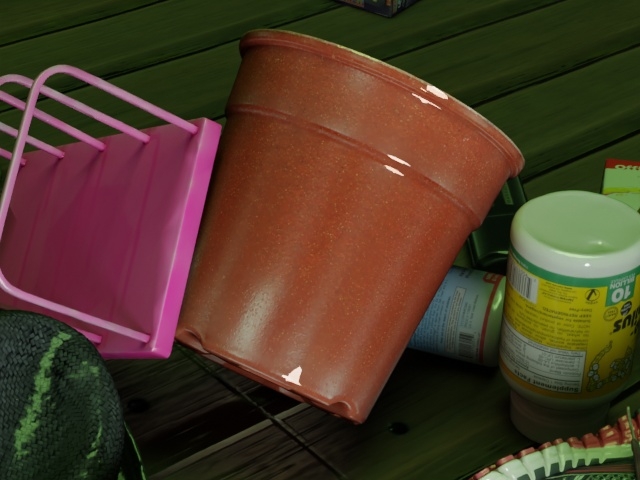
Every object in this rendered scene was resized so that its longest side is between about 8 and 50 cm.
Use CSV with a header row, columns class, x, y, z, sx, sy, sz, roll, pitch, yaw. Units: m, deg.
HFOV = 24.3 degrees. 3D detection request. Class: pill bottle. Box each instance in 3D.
class,x,y,z,sx,sy,sz,roll,pitch,yaw
pill bottle,0.215,0.072,1.285,0.117,0.208,0.117,1,32,-1
pill bottle,0.100,0.062,1.410,0.160,0.087,0.087,13,34,16

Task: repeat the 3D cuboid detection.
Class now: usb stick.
class,x,y,z,sx,sy,sz,roll,pitch,yaw
usb stick,0.187,-0.041,1.616,0.077,0.045,0.278,-6,33,1

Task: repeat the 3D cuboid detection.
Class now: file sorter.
class,x,y,z,sx,sy,sz,roll,pitch,yaw
file sorter,-0.261,-0.021,1.260,0.182,0.202,0.290,25,-20,-39

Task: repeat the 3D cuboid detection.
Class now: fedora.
class,x,y,z,sx,sy,sz,roll,pitch,yaw
fedora,-0.240,0.165,1.069,0.334,0.152,0.334,19,44,-19

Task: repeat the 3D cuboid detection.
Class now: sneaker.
class,x,y,z,sx,sy,sz,roll,pitch,yaw
sneaker,0.203,0.213,1.161,0.299,0.121,0.112,-18,67,-15

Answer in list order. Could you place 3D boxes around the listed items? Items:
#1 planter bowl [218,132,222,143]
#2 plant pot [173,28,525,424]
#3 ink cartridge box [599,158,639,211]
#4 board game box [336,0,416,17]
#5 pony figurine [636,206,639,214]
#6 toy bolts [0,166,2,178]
class,x,y,z,sx,sy,sz,roll,pitch,yaw
planter bowl,-0.085,-0.011,1.474,0.109,0.162,0.162,27,31,-11
plant pot,0.000,0.000,1.285,0.272,0.272,0.265,20,81,27
ink cartridge box,0.355,-0.015,1.551,0.134,0.078,0.231,7,32,8
board game box,0.069,-0.385,2.149,0.170,0.048,0.141,22,40,29
pony figurine,0.515,-0.041,1.383,0.363,0.303,0.351,30,72,2
toy bolts,-0.488,-0.152,1.652,0.228,0.158,0.218,-12,35,-21
